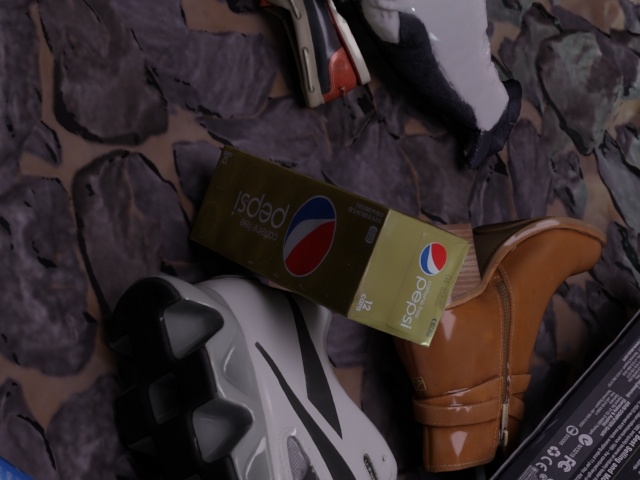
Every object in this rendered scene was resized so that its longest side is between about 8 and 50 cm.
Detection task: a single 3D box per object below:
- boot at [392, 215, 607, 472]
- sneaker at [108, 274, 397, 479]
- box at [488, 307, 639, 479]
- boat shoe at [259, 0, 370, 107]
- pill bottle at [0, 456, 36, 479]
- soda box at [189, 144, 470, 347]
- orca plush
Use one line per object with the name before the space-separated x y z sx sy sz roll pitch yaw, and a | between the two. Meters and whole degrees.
boot | 0.117 0.064 1.161 0.197 0.073 0.152 -5 87 -42
sneaker | -0.005 0.175 0.978 0.146 0.122 0.330 -1 75 -40
box | 0.259 0.210 1.107 0.318 0.097 0.395 34 48 16
boat shoe | -0.016 -0.149 1.127 0.043 0.049 0.137 -26 95 -2
pill bottle | -0.147 0.179 0.859 0.221 0.124 0.124 40 54 -25
soda box | 0.000 0.000 0.998 0.058 0.181 0.061 21 91 -33
orca plush | 0.058 -0.188 1.165 0.151 0.102 0.287 -47 133 -9
